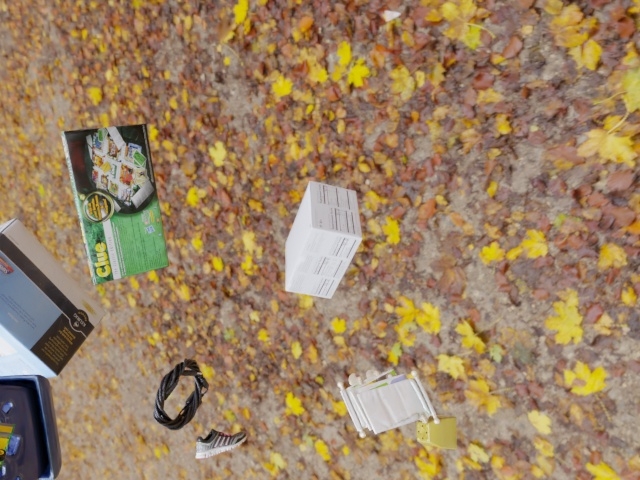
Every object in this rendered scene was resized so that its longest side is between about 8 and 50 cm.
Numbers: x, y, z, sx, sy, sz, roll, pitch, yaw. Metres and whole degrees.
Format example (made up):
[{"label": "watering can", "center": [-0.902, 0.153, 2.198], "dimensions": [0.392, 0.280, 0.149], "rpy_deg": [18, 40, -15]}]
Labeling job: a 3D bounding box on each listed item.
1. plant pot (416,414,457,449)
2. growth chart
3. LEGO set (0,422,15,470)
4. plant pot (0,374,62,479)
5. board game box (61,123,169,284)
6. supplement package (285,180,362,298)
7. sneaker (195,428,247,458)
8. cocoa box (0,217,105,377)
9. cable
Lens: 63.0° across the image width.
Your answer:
[{"label": "plant pot", "center": [0.298, 0.502, 1.371], "dimensions": [0.081, 0.083, 0.081], "rpy_deg": [-23, 60, 58]}, {"label": "growth chart", "center": [0.173, 0.409, 1.344], "dimensions": [0.021, 0.237, 0.172], "rpy_deg": [105, 153, -51]}, {"label": "LEGO set", "center": [-0.548, 0.387, 0.667], "dimensions": [0.331, 0.192, 0.255], "rpy_deg": [-62, 27, 21]}, {"label": "plant pot", "center": [-0.631, 0.373, 0.967], "dimensions": [0.235, 0.212, 0.236], "rpy_deg": [-11, 88, 28]}, {"label": "board game box", "center": [-0.349, -0.064, 0.901], "dimensions": [0.030, 0.136, 0.260], "rpy_deg": [15, 114, 51]}, {"label": "supplement package", "center": [0.000, 0.000, 1.505], "dimensions": [0.204, 0.145, 0.262], "rpy_deg": [-94, 22, -45]}, {"label": "sneaker", "center": [-0.314, 0.623, 1.639], "dimensions": [0.063, 0.170, 0.075], "rpy_deg": [-31, 72, 60]}, {"label": "cocoa box", "center": [-0.786, 0.165, 1.328], "dimensions": [0.231, 0.228, 0.347], "rpy_deg": [-14, 123, 27]}, {"label": "cable", "center": [-0.357, 0.394, 1.340], "dimensions": [0.047, 0.184, 0.151], "rpy_deg": [3, 116, 28]}]
